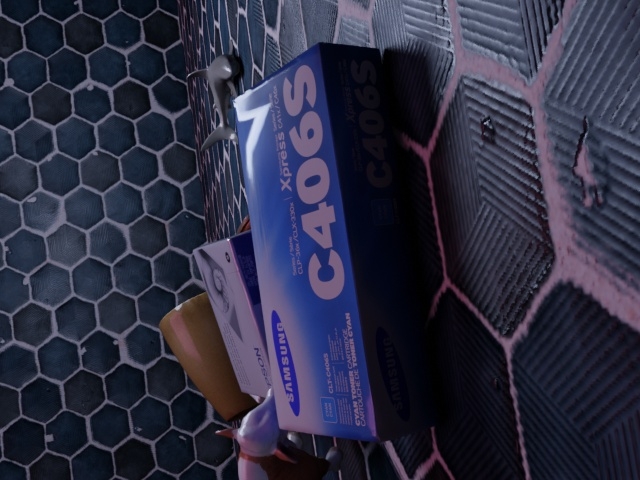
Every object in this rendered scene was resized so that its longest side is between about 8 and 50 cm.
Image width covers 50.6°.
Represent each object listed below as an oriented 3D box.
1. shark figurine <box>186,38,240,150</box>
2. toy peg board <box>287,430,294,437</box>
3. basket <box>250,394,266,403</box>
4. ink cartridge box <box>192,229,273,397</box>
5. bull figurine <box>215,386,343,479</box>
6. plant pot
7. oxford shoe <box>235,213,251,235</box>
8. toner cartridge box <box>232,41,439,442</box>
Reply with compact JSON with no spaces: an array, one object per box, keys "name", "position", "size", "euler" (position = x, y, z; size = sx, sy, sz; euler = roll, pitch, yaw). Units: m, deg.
[{"name":"shark figurine","position":[-0.250,-0.349,1.570],"size":[0.278,0.116,0.166],"euler":[108,153,-56]},{"name":"toy peg board","position":[-0.102,0.414,1.413],"size":[0.161,0.079,0.161],"euler":[114,147,-64]},{"name":"basket","position":[-0.071,0.199,1.126],"size":[0.167,0.103,0.113],"euler":[157,106,-77]},{"name":"ink cartridge box","position":[-0.111,0.106,0.938],"size":[0.224,0.045,0.223],"euler":[-16,93,64]},{"name":"bull figurine","position":[-0.025,0.325,0.815],"size":[0.188,0.101,0.310],"euler":[-2,-102,-67]},{"name":"plant pot","position":[-0.203,0.260,1.501],"size":[0.254,0.237,0.237],"euler":[65,161,19]},{"name":"oxford shoe","position":[-0.126,0.014,1.376],"size":[0.076,0.076,0.212],"euler":[42,146,22]},{"name":"toner cartridge box","position":[0.006,0.007,0.655],"size":[0.165,0.075,0.348],"euler":[-16,81,55]}]
